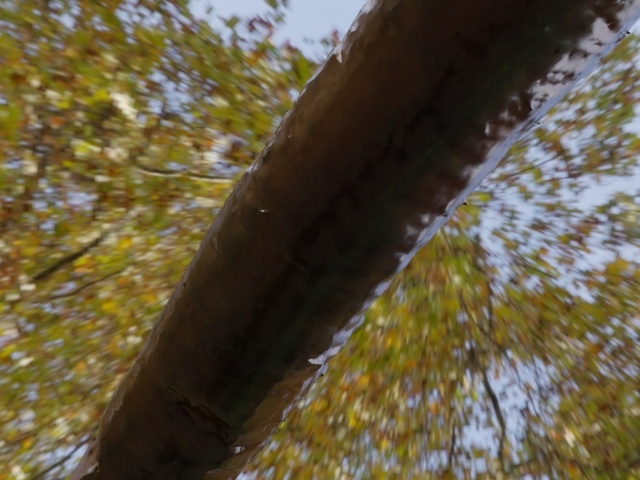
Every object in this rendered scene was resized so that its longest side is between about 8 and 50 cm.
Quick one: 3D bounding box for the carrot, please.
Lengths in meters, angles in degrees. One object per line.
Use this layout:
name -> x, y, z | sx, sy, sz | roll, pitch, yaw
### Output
carrot -> 0.000, 0.000, 0.547 | 0.066, 0.066, 0.314 | 39, -67, 2
